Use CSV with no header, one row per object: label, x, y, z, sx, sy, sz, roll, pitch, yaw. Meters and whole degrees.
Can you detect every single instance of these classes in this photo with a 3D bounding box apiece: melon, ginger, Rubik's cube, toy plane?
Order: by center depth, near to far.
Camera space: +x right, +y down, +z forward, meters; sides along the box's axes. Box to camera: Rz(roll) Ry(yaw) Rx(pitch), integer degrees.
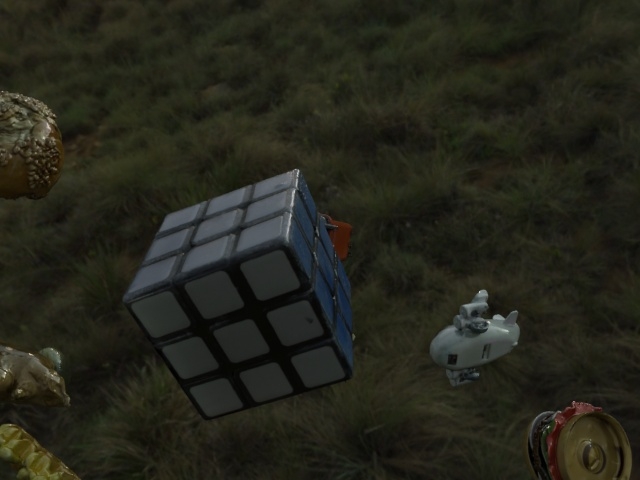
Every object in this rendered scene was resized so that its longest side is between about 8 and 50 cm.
Rubik's cube,-0.125,0.091,1.085,0.303,0.301,0.305,-20,26,10
ginger,-0.674,0.297,1.294,0.269,0.123,0.219,10,5,12
toy plane,0.387,0.248,1.472,0.266,0.267,0.122,-31,35,-12
melon,-0.746,0.362,1.636,0.097,0.131,0.098,-15,-2,-1

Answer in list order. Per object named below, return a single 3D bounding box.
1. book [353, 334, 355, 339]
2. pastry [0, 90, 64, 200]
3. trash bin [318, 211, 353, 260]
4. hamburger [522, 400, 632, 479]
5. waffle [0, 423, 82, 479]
book,0.020,0.233,1.238,0.111,0.014,0.077,-52,25,-13
pastry,-0.748,-0.247,1.425,0.162,0.254,0.311,-45,54,37
trash bin,0.000,0.000,1.656,0.184,0.162,0.238,11,5,27
hamburger,0.429,0.368,1.014,0.175,0.175,0.137,-45,3,-27
waffle,-0.465,0.429,1.040,0.329,0.329,0.062,15,50,38
